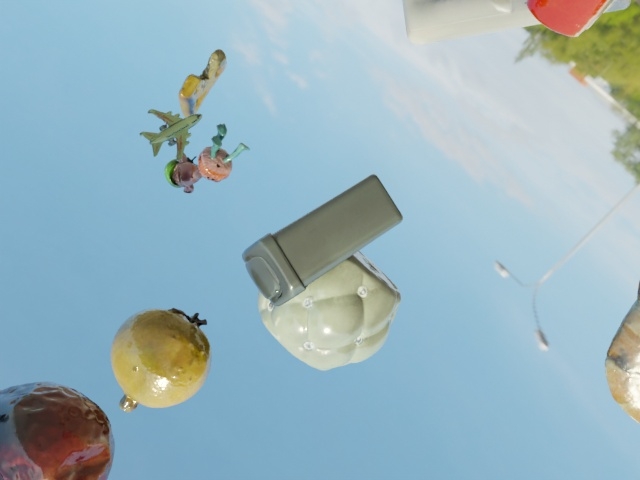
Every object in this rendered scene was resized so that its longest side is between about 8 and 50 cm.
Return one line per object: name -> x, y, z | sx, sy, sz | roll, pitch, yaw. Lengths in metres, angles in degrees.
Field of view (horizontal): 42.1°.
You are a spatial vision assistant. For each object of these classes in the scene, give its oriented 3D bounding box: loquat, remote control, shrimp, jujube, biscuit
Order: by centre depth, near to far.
shrimp -> 0.392, 0.060, 0.816 | 0.169, 0.296, 0.058 | 16, -166, 6
jujube -> -0.383, 0.270, 1.117 | 0.236, 0.168, 0.168 | 11, -174, 36
remote control -> 0.258, -0.349, 1.150 | 0.055, 0.313, 0.109 | -25, -71, -60
loquat -> -0.275, 0.206, 1.412 | 0.172, 0.204, 0.149 | 32, -179, 3
biscuit -> -0.277, -0.383, 1.960 | 0.039, 0.183, 0.174 | 30, 167, 1

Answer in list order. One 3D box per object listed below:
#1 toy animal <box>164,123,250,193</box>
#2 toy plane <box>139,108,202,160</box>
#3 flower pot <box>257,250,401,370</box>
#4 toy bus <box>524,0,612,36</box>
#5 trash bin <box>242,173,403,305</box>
toy animal -> -0.219, -0.156, 1.625 | 0.103, 0.208, 0.100 | -32, -88, -41
toy plane -> -0.257, -0.193, 1.456 | 0.102, 0.111, 0.040 | 60, 165, -2
flower pot -> 0.011, 0.103, 1.434 | 0.246, 0.195, 0.246 | 42, -175, -4
toy bus -> 0.231, -0.240, 0.688 | 0.079, 0.174, 0.077 | 33, -115, 2
trash bin -> 0.000, 0.000, 1.244 | 0.101, 0.236, 0.177 | 57, 179, 3
